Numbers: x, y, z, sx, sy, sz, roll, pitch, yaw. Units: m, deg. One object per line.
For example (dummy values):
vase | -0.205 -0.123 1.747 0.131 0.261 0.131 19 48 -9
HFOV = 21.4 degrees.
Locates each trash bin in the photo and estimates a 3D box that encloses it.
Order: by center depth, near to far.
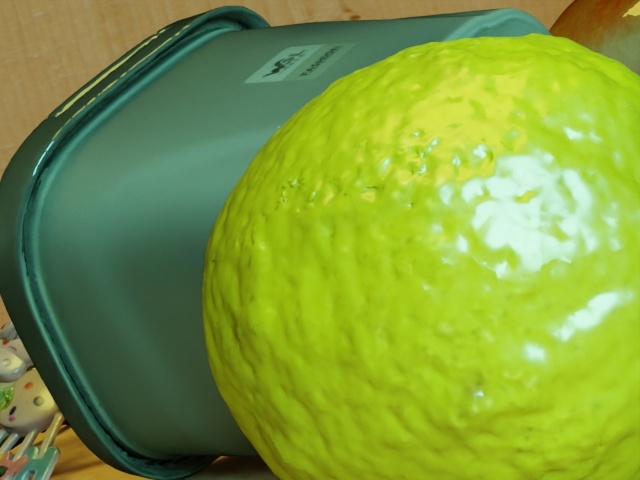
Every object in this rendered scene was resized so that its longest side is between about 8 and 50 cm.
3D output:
trash bin | 0.000 0.000 0.835 0.250 0.219 0.220 -2 35 47

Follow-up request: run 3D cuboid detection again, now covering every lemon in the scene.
lemon | 0.052 0.017 0.585 0.180 0.181 0.193 -18 -13 -23

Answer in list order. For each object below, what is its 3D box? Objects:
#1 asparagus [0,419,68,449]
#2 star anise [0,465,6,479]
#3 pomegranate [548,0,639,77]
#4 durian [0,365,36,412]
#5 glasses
asparagus | -0.224 0.147 1.221 0.022 0.023 0.233 30 17 12
star anise | -0.250 0.150 0.953 0.212 0.054 0.157 -18 3 3
pomegranate | 0.305 -0.124 1.444 0.252 0.229 0.270 -6 19 27
durian | -0.251 0.117 1.433 0.100 0.086 0.215 -32 9 -16
glasses | -0.190 0.117 1.148 0.162 0.095 0.255 -36 20 -19
